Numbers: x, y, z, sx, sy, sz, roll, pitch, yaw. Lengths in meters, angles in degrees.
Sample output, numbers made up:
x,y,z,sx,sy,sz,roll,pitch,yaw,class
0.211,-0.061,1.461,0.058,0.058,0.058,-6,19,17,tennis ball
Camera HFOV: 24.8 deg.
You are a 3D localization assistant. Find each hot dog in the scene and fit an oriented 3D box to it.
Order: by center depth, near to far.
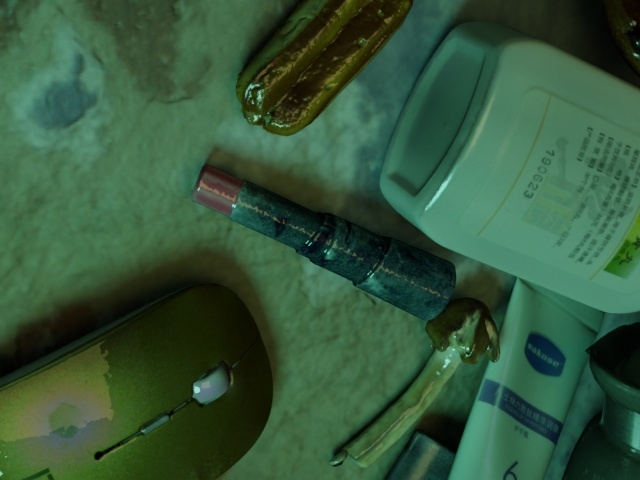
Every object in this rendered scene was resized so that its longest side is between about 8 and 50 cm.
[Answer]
x,y,z,sx,sy,sz,roll,pitch,yaw,class
0.002,-0.148,1.106,0.165,0.045,0.071,-48,120,-6,hot dog

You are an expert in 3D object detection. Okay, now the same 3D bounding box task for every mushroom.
x,y,z,sx,sy,sz,roll,pitch,yaw,class
0.081,0.127,1.217,0.060,0.061,0.187,38,91,-34,mushroom

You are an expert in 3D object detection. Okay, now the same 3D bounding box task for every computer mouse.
x,y,z,sx,sy,sz,roll,pitch,yaw,class
-0.174,0.147,1.095,0.310,0.072,0.158,-27,116,-17,computer mouse

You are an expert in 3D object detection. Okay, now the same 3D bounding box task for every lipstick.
x,y,z,sx,sy,sz,roll,pitch,yaw,class
0.000,0.000,1.144,0.234,0.053,0.053,23,94,-26,lipstick

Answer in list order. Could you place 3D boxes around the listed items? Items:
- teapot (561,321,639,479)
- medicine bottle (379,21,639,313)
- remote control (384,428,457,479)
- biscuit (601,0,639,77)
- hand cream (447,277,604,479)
x,y,z,sx,sy,sz,roll,pitch,yaw,class
0.322,0.199,1.198,0.223,0.305,0.285,-8,111,-20,teapot
0.220,-0.045,1.195,0.324,0.124,0.179,21,99,-27,medicine bottle
0.023,0.345,1.257,0.107,0.044,0.377,33,89,-25,remote control
0.305,-0.197,1.197,0.192,0.049,0.192,13,69,-35,biscuit
0.154,0.180,1.236,0.109,0.067,0.321,33,69,-29,hand cream
